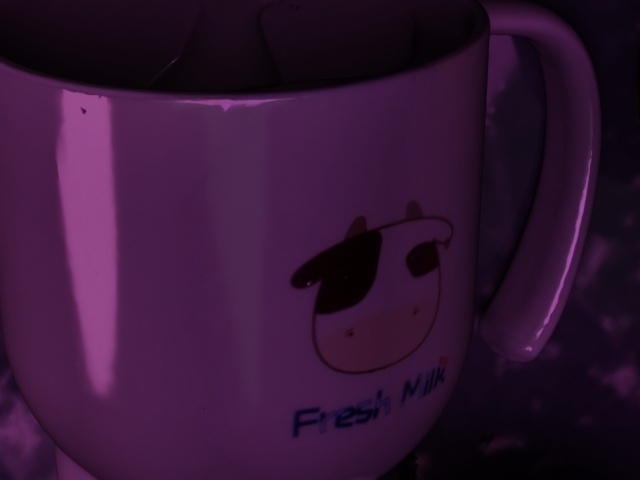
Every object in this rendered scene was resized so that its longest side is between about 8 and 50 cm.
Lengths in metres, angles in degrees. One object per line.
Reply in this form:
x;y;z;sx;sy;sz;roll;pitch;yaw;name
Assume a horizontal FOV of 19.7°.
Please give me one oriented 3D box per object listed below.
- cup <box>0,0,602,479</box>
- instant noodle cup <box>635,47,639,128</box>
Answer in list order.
-0.012;-0.001;0.518;0.134;0.173;0.142;11;116;27;cup
0.174;-0.028;0.487;0.205;0.153;0.205;-1;113;-3;instant noodle cup
